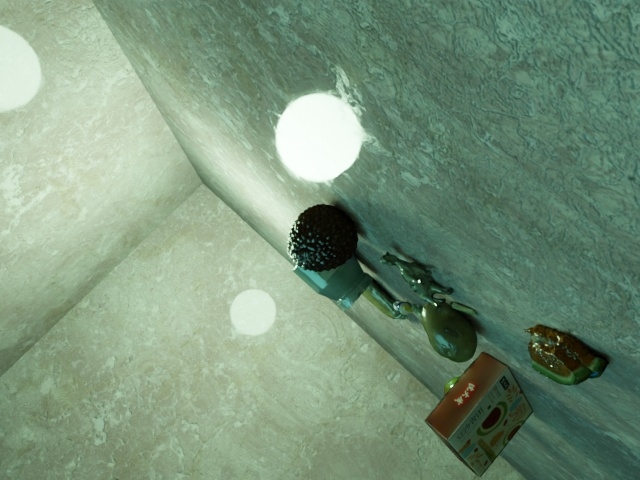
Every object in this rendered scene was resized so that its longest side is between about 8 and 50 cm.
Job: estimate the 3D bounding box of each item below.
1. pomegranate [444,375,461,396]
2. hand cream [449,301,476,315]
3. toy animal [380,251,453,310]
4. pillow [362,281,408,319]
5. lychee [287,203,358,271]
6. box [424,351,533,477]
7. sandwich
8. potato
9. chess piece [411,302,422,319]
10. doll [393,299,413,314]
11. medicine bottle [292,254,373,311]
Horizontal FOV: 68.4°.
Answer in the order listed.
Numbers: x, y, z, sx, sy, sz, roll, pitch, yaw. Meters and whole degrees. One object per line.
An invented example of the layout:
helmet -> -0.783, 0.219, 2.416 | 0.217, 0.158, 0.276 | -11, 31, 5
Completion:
pomegranate -> 0.710, 0.750, 2.295 | 0.209, 0.180, 0.180 | 8, -172, -29
hand cream -> 0.466, 0.223, 1.533 | 0.102, 0.022, 0.035 | 18, 152, 53
toy animal -> 0.316, 0.120, 1.529 | 0.255, 0.090, 0.170 | 46, 173, 0
pillow -> 0.270, 0.269, 2.228 | 0.302, 0.075, 0.185 | 43, 166, -3
lychee -> 0.000, 0.000, 1.746 | 0.267, 0.267, 0.267 | 41, 168, 10
box -> 0.618, 0.674, 1.810 | 0.122, 0.344, 0.385 | 31, 163, 52
sandwich -> 0.602, 0.297, 1.175 | 0.159, 0.079, 0.235 | 47, 169, -15
potato -> 0.438, 0.309, 1.619 | 0.235, 0.160, 0.178 | 54, 148, -2
chess piece -> 0.425, 0.308, 1.911 | 0.149, 0.059, 0.059 | 47, 171, 21
doll -> 0.357, 0.293, 2.069 | 0.098, 0.058, 0.143 | 25, 174, -12
medicine bottle -> 0.061, 0.143, 2.060 | 0.290, 0.245, 0.245 | 44, 169, 1
